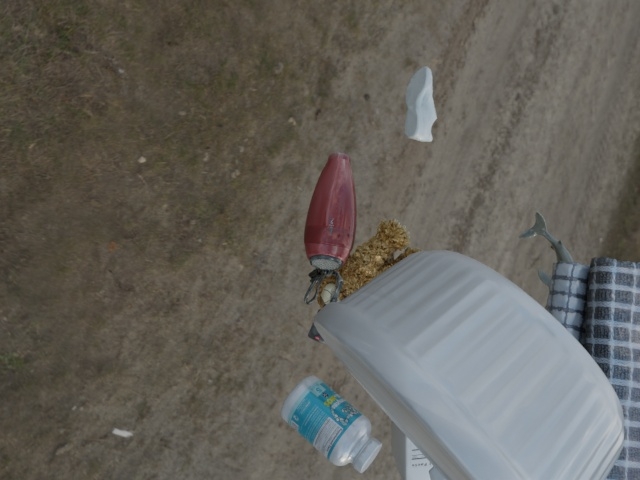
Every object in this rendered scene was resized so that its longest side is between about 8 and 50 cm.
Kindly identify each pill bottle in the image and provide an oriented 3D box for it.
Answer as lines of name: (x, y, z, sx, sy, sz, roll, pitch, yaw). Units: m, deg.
pill bottle: (0.032, 0.493, 1.438, 0.146, 0.264, 0.146, -42, 153, -28)

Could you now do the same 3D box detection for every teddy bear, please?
teddy bear: (0.108, 0.087, 1.307, 0.245, 0.338, 0.113, 61, 31, -20)

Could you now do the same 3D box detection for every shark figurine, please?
shark figurine: (0.648, 0.062, 1.426, 0.166, 0.116, 0.278, -2, 70, -10)

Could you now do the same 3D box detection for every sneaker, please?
sneaker: (0.297, -0.383, 1.535, 0.094, 0.080, 0.212, 11, 85, -30)

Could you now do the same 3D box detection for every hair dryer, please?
hair dryer: (0.000, 0.000, 0.892, 0.080, 0.223, 0.293, 10, 106, -11)

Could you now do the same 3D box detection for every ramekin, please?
ramekin: (0.126, 0.127, 0.473, 0.127, 0.273, 0.273, -41, 122, -10)

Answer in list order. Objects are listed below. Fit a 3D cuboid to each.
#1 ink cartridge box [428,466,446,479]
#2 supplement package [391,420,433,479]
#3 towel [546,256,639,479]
ink cartridge box: (0.352, 0.450, 1.189, 0.371, 0.069, 0.176, -51, 152, 11)
supplement package: (0.309, 0.546, 1.575, 0.175, 0.177, 0.292, -5, 110, -6)
towel: (0.375, 0.154, 0.590, 0.284, 0.121, 0.235, 12, 78, -23)
